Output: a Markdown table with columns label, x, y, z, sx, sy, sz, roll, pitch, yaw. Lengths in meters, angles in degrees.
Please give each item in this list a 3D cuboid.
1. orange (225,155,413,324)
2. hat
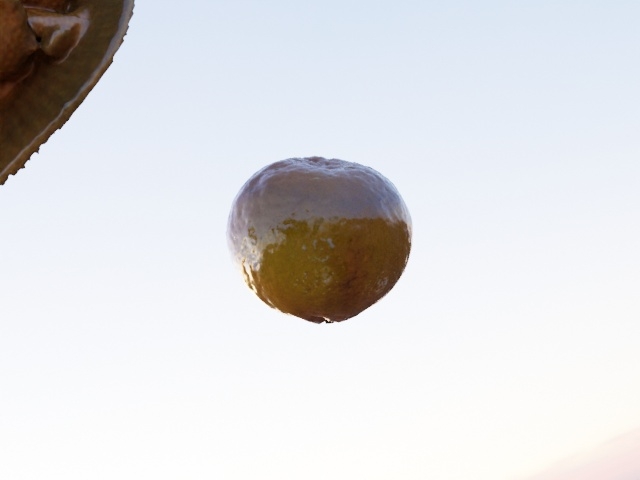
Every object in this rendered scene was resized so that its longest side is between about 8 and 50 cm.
| label | x | y | z | sx | sy | sz | roll | pitch | yaw |
| --- | --- | --- | --- | --- | --- | --- | --- | --- | --- |
| orange | -0.001 | -0.003 | 1.346 | 0.178 | 0.178 | 0.155 | 0 | -67 | -57 |
| hat | -0.273 | -0.155 | 0.788 | 0.244 | 0.233 | 0.233 | 18 | -14 | 41 |
